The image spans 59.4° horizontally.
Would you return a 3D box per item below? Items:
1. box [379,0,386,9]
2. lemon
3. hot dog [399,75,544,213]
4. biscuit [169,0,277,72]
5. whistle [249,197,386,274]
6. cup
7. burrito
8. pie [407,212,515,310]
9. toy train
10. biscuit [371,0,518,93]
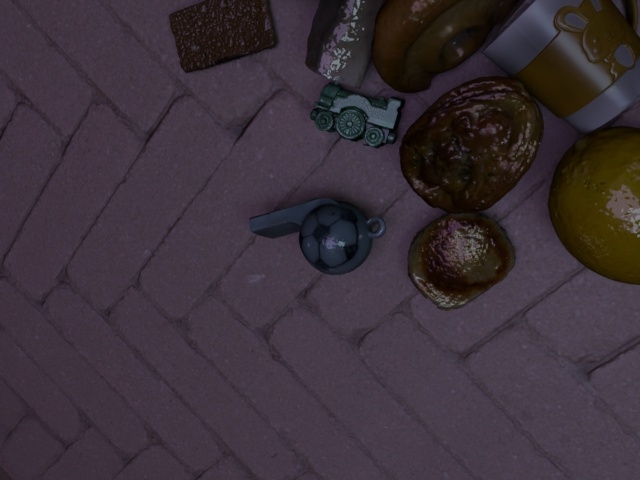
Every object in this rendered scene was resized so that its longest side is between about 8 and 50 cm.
[{"bbox_3d":[0.172,-0.459,0.948,0.036,0.115,0.178,39,120,37],"label":"box"},{"bbox_3d":[0.489,-0.052,0.890,0.236,0.236,0.263,-43,77,27],"label":"lemon"},{"bbox_3d":[0.249,-0.154,0.954,0.196,0.122,0.272,45,147,-1],"label":"hot dog"},{"bbox_3d":[-0.202,-0.431,1.151,0.230,0.025,0.131,-7,102,23],"label":"biscuit"},{"bbox_3d":[0.000,0.000,1.145,0.289,0.163,0.164,-14,102,26],"label":"whistle"},{"bbox_3d":[0.410,-0.316,0.882,0.226,0.185,0.241,45,86,-3],"label":"cup"},{"bbox_3d":[0.057,-0.436,0.995,0.143,0.105,0.299,38,120,39],"label":"burrito"},{"bbox_3d":[0.266,0.036,1.087,0.205,0.084,0.179,-40,90,24],"label":"pie"},{"bbox_3d":[0.069,-0.242,1.083,0.178,0.071,0.105,20,106,13],"label":"toy train"},{"bbox_3d":[0.197,-0.358,0.932,0.274,0.213,0.091,-39,66,34],"label":"biscuit"}]
